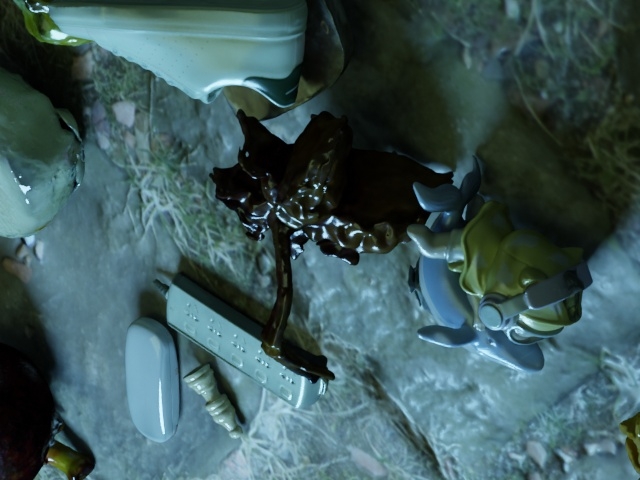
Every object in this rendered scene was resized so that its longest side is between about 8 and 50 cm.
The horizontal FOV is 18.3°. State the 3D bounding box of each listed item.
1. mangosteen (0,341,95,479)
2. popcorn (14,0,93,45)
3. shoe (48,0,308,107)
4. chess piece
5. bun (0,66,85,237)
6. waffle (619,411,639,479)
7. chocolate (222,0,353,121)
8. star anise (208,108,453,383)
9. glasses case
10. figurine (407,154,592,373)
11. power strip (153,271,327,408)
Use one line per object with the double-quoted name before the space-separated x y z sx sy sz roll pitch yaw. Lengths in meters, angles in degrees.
"mangosteen" -0.404 0.242 2.475 0.261 0.235 0.235 20 144 -23
"popcorn" -0.262 -0.295 2.001 0.198 0.212 0.198 -3 82 21
"shoe" -0.135 -0.181 1.881 0.265 0.095 0.110 4 113 24
"chess piece" -0.118 0.186 2.273 0.035 0.035 0.092 -26 99 48
"bun" -0.367 -0.116 2.237 0.239 0.141 0.239 26 152 15
"waffle" 0.343 0.202 1.777 0.249 0.056 0.253 65 160 1
"chocolate" -0.062 -0.253 1.915 0.157 0.080 0.254 -26 97 34
"star anise" 0.001 -0.004 1.941 0.237 0.148 0.346 9 126 2
"glasses case" -0.197 0.164 2.325 0.063 0.041 0.164 24 129 34
"figurine" 0.159 0.027 1.845 0.184 0.128 0.208 -17 97 45
"power strip" -0.097 0.106 2.205 0.252 0.027 0.060 31 132 26
